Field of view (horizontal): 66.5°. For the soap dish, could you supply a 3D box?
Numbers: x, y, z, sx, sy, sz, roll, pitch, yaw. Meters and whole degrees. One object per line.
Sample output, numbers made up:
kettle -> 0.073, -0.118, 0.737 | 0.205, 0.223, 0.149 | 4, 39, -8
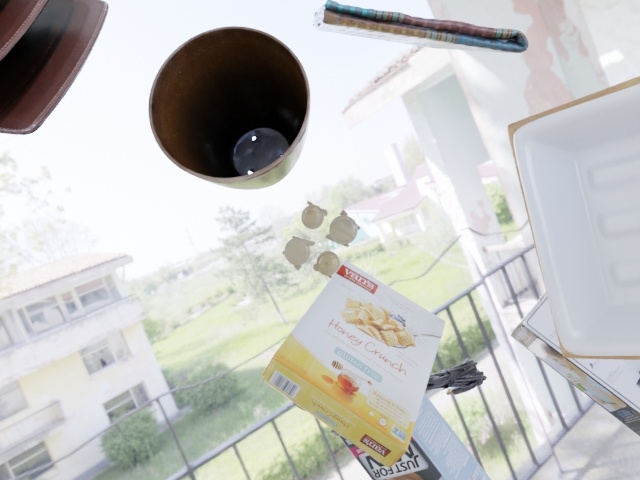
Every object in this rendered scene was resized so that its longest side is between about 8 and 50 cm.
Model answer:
soap dish -> 0.350, -0.022, 0.521 | 0.118, 0.290, 0.229 | -12, -1, -43

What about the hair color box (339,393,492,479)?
hair color box -> 0.226, 0.500, 1.042 | 0.185, 0.374, 0.114 | -40, -3, 40

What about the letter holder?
letter holder -> -0.440, -0.303, 0.649 | 0.215, 0.301, 0.152 | 7, -33, 1

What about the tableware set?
tableware set -> 0.000, 0.000, 1.073 | 0.168, 0.141, 0.020 | -65, -19, 9

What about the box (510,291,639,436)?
box -> 0.539, 0.205, 0.925 | 0.169, 0.290, 0.087 | -44, -23, -16

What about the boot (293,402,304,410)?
boot -> -0.019, 0.220, 0.745 | 0.087, 0.118, 0.042 | -55, 9, 48

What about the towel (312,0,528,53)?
towel -> 0.126, -0.332, 0.763 | 0.272, 0.040, 0.370 | 6, 22, -4

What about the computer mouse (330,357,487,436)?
computer mouse -> 0.133, 0.241, 0.779 | 0.184, 0.060, 0.262 | 1, -34, -32

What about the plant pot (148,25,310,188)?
plant pot -> -0.112, -0.163, 0.747 | 0.215, 0.215, 0.230 | -23, -10, 0

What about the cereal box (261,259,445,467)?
cereal box -> 0.056, 0.134, 0.617 | 0.047, 0.173, 0.240 | -62, -7, 34
